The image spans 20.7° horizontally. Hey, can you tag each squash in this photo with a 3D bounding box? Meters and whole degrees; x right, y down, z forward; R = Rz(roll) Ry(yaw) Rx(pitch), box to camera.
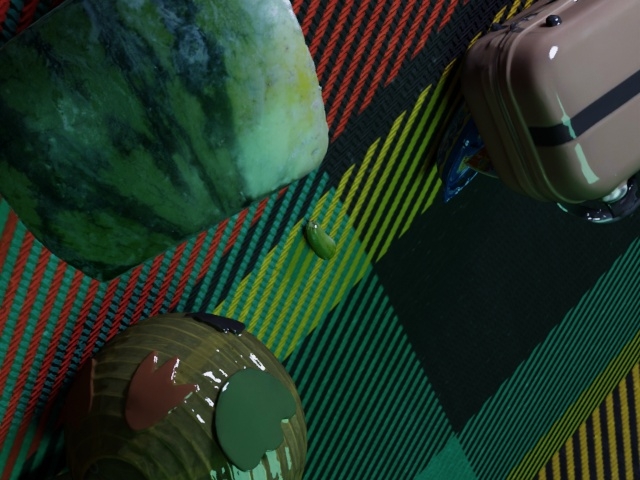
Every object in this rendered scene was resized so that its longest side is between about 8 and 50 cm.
[{"bbox_3d":[-0.001,0.001,1.964,0.027,0.027,0.089,-48,156,-3],"label":"squash"}]

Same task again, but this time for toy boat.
[{"bbox_3d":[0.199,-0.108,2.048,0.091,0.110,0.175,1,128,-57],"label":"toy boat"}]

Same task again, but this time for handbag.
[{"bbox_3d":[0.320,-0.154,2.002,0.302,0.149,0.283,-34,115,-37],"label":"handbag"}]

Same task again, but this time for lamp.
[{"bbox_3d":[-0.117,0.182,1.748,0.284,0.250,0.250,-38,157,-48],"label":"lamp"}]

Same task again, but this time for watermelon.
[{"bbox_3d":[-0.137,-0.106,1.355,0.261,0.213,0.201,-29,-173,-3],"label":"watermelon"}]

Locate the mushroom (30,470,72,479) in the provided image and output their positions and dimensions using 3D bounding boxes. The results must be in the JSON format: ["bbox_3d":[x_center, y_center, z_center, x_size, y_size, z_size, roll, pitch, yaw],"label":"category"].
[{"bbox_3d":[-0.189,0.290,1.864,0.103,0.270,0.118,10,-103,66],"label":"mushroom"}]
